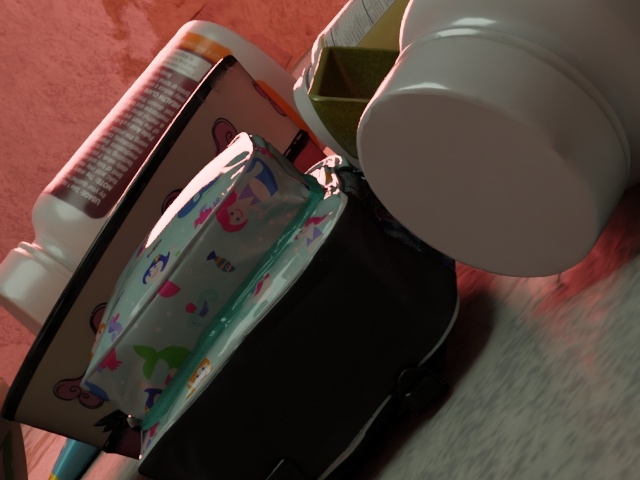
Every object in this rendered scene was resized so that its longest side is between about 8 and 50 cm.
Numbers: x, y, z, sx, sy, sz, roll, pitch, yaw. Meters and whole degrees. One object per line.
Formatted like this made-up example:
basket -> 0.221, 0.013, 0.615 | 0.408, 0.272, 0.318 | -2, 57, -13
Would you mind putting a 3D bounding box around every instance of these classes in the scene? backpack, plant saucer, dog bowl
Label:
backpack -> -0.028, 0.047, 1.097 | 0.225, 0.191, 0.253 | -51, 3, 11
plant saucer -> 0.089, -0.085, 1.144 | 0.188, 0.188, 0.045 | -79, -7, -74
dog bowl -> -0.134, 0.032, 1.673 | 0.408, 0.150, 0.408 | -57, 2, 3

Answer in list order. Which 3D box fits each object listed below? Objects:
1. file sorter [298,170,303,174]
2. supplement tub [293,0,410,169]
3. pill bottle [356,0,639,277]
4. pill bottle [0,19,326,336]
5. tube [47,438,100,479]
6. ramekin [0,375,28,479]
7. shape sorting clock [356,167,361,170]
file sorter -> -0.042, 0.046, 1.390 | 0.170, 0.118, 0.104 | -49, 12, 20
supplement tub -> 0.083, -0.167, 1.515 | 0.200, 0.144, 0.144 | -48, 9, 29
pill bottle -> 0.141, -0.126, 0.944 | 0.283, 0.160, 0.160 | -57, 9, -31
pill bottle -> -0.187, -0.039, 2.000 | 0.392, 0.224, 0.224 | -51, 8, -13
tube -> -0.298, 0.260, 2.159 | 0.207, 0.052, 0.080 | -58, -2, 1
ramekin -> -0.370, 0.265, 1.675 | 0.303, 0.148, 0.303 | 176, 90, -89
shape sorting clock -> 0.000, 0.000, 1.611 | 0.206, 0.040, 0.206 | -58, 1, 2
